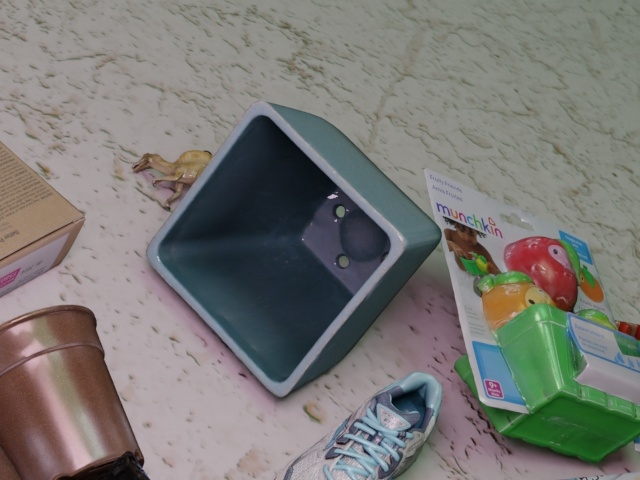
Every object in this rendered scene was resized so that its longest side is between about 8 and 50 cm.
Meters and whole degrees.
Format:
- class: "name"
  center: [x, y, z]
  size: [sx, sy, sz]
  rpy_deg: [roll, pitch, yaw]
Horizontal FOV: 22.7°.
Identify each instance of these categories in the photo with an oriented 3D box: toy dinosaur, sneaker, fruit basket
- class: "toy dinosaur"
  center: [-0.145, -0.077, 2.004]
  size: [0.183, 0.053, 0.092]
  rpy_deg: [9, 50, -9]
- class: "sneaker"
  center: [0.045, 0.228, 1.753]
  size: [0.110, 0.122, 0.283]
  rpy_deg: [37, 37, 8]
- class: "fruit basket"
  center: [0.286, 0.086, 1.990]
  size: [0.327, 0.165, 0.353]
  rpy_deg: [22, 48, -36]

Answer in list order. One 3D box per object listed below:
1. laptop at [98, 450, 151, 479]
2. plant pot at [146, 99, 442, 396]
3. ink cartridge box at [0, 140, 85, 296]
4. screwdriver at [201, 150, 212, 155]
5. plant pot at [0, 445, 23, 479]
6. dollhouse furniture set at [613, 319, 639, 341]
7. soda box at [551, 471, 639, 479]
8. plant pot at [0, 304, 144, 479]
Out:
- class: "laptop"
  center: [-0.162, 0.354, 1.363]
  size: [0.136, 0.234, 0.264]
  rpy_deg: [45, -3, -32]
- class: "plant pot"
  center: [0.000, 0.000, 1.896]
  size: [0.248, 0.247, 0.252]
  rpy_deg: [45, 23, 17]
- class: "ink cartridge box"
  center: [-0.410, -0.020, 1.745]
  size: [0.193, 0.088, 0.235]
  rpy_deg: [42, 37, 11]
- class: "screwdriver"
  center: [-0.140, -0.053, 2.028]
  size: [0.024, 0.025, 0.170]
  rpy_deg: [12, 40, -24]
- class: "plant pot"
  center: [-0.367, 0.221, 1.426]
  size: [0.230, 0.215, 0.215]
  rpy_deg: [41, 35, -11]
- class: "dollhouse furniture set"
  center: [0.487, 0.180, 2.040]
  size: [0.135, 0.262, 0.259]
  rpy_deg: [11, 8, -23]
- class: "soda box"
  center: [0.337, 0.321, 1.906]
  size: [0.183, 0.058, 0.063]
  rpy_deg: [1, 46, -35]
- class: "plant pot"
  center: [-0.263, 0.176, 1.574]
  size: [0.167, 0.167, 0.165]
  rpy_deg: [-10, 60, -42]
